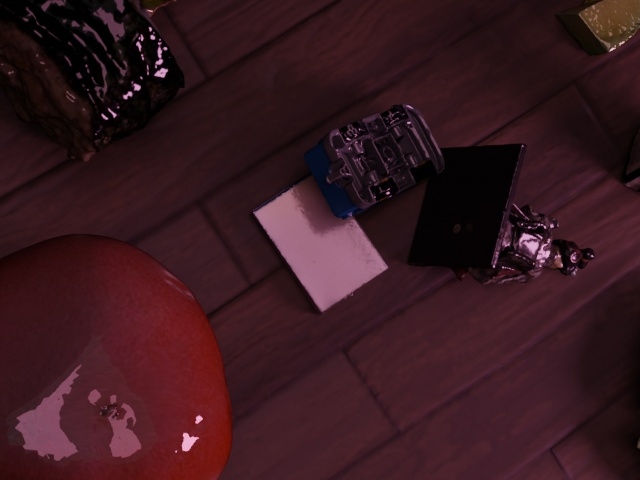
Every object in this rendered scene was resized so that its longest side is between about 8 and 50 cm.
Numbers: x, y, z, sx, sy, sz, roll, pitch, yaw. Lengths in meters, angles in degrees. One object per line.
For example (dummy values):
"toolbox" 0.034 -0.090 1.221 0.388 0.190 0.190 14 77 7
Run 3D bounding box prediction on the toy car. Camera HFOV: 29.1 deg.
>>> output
"toy car" 0.055 -0.089 1.458 0.191 0.100 0.097 -25 87 -47

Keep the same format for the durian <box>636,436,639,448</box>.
"durian" 0.505 0.290 1.496 0.139 0.101 0.250 -45 102 -9

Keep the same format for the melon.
"melon" 0.369 -0.339 1.582 0.118 0.064 0.209 20 81 -9

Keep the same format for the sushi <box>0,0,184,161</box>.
"sushi" -0.308 -0.240 1.332 0.350 0.211 0.171 44 81 13

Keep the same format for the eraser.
"eraser" 0.000 0.000 1.479 0.104 0.023 0.150 -34 90 -13

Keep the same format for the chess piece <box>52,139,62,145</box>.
"chess piece" -0.286 -0.149 1.435 0.083 0.038 0.084 1 84 -10

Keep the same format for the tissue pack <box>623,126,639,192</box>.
"tissue pack" 0.447 -0.115 1.509 0.090 0.170 0.103 21 77 -8

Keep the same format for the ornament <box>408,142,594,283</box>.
"ornament" 0.239 -0.004 1.505 0.196 0.153 0.166 23 78 -32

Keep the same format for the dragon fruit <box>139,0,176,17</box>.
"dragon fruit" -0.215 -0.373 1.414 0.172 0.172 0.209 -40 105 -14

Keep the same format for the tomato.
"tomato" -0.248 0.157 1.279 0.341 0.273 0.341 1 82 -11
